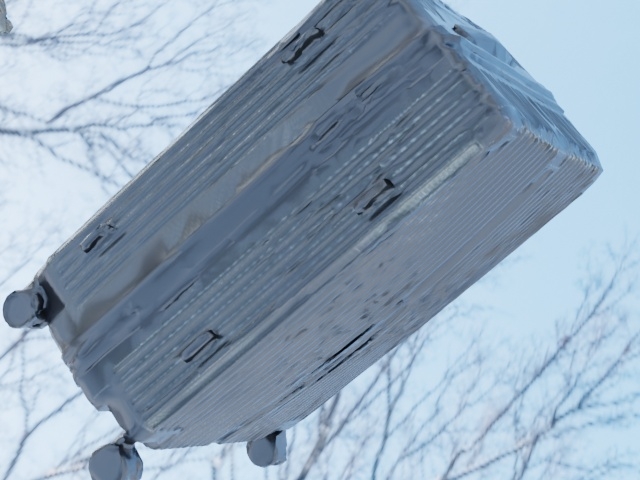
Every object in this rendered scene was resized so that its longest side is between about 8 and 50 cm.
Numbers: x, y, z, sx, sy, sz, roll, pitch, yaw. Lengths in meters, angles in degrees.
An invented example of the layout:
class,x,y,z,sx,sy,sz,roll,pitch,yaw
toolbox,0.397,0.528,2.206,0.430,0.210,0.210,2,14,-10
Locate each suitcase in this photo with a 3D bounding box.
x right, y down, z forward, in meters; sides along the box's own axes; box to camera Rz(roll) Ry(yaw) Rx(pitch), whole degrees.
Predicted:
class,x,y,z,sx,sy,sz,roll,pitch,yaw
suitcase,0.000,0.000,0.850,0.335,0.230,0.152,-40,-110,17

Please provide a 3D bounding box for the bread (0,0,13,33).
class,x,y,z,sx,sy,sz,roll,pitch,yaw
bread,-0.142,-0.069,0.280,0.028,0.154,0.068,48,-38,45
